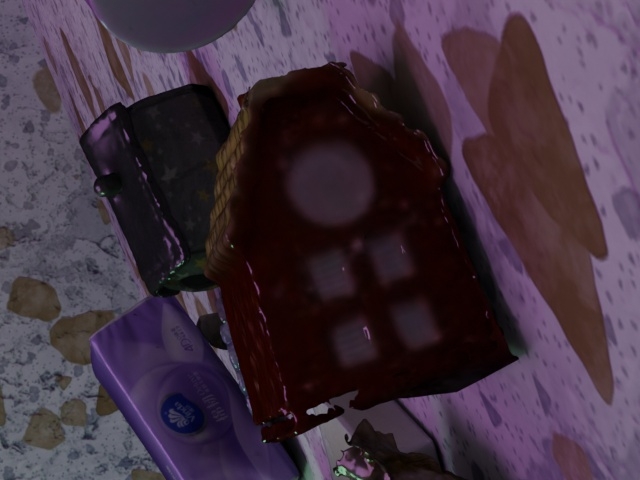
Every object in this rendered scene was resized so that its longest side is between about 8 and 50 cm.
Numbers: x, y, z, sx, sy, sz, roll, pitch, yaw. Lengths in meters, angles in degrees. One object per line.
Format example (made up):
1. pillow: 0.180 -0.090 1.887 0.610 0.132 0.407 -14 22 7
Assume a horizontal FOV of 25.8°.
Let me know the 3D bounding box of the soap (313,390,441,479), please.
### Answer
1. soap: 0.055 0.204 1.273 0.183 0.064 0.121 -138 30 -63

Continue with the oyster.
1. oyster: 0.080 0.306 1.115 0.197 0.133 0.337 -92 1 -57

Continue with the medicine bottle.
1. medicine bottle: -0.157 -0.277 1.159 0.254 0.152 0.152 -127 20 -48

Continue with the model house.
1. model house: 0.000 0.000 0.952 0.196 0.160 0.254 132 117 -77

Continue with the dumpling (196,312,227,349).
1. dumpling: -0.156 0.136 2.062 0.076 0.052 0.057 148 114 -74

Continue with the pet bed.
1. pet bed: -0.166 -0.046 1.558 0.183 0.159 0.211 120 128 -74

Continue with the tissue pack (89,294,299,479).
1. tissue pack: -0.184 0.256 1.994 0.338 0.160 0.242 53 166 14

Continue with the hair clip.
1. hair clip: -0.098 0.153 1.892 0.195 0.052 0.124 -115 6 -46
